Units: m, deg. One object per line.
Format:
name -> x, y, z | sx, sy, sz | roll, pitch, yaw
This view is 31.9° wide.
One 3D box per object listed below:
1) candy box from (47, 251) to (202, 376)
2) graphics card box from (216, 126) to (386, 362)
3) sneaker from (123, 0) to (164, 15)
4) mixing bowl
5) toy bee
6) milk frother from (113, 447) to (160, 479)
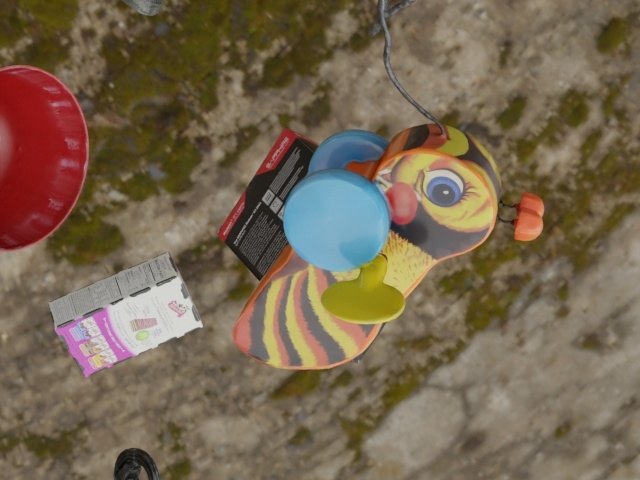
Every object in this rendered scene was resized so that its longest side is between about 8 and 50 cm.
candy box -> -0.346, 0.133, 2.000 | 0.234, 0.071, 0.159 | -22, 139, -6
graphics card box -> 0.000, 0.000, 1.832 | 0.094, 0.371, 0.232 | 24, 104, -43
sneaker -> -0.308, -0.449, 1.665 | 0.228, 0.087, 0.130 | 35, 125, -10
mixing bowl -> -0.327, -0.087, 1.103 | 0.181, 0.098, 0.181 | -24, 120, -49
toy bee -> 0.057, -0.012, 0.753 | 0.162, 0.195, 0.298 | 26, 140, 1
milk frother -> -0.198, 0.264, 1.008 | 0.129, 0.143, 0.135 | -54, 145, 11
